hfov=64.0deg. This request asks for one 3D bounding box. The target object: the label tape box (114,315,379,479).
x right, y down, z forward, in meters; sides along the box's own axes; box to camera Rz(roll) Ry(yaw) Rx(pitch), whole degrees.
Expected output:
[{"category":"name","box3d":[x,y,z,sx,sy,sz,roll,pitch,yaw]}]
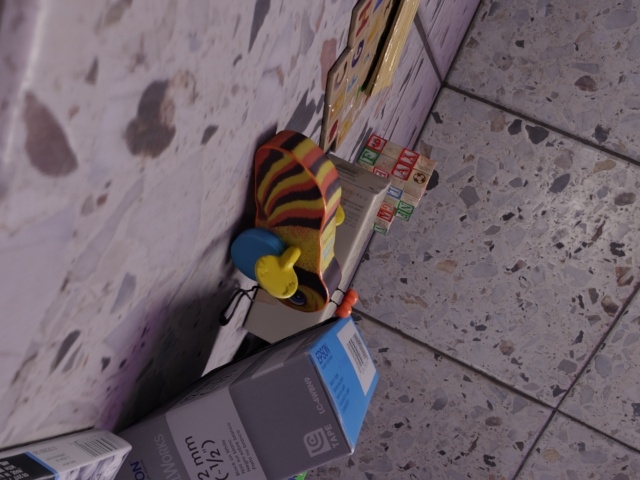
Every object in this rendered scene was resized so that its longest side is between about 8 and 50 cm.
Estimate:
[{"category":"label tape box","box3d":[-0.116,0.217,0.625,0.348,0.115,0.249,-23,177,11]}]

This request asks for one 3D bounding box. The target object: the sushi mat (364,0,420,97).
[{"category":"sushi mat","box3d":[0.150,-0.397,0.841,0.151,0.019,0.316,-47,160,-60]}]

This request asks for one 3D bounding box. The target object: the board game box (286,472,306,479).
[{"category":"board game box","box3d":[-0.172,0.652,1.381,0.046,0.214,0.317,-54,166,-50]}]

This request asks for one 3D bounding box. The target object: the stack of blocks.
[{"category":"stack of blocks","box3d":[0.173,-0.125,1.333,0.087,0.171,0.297,-61,171,-23]}]

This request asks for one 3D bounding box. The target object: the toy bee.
[{"category":"toy bee","box3d":[-0.018,0.017,0.642,0.298,0.162,0.195,101,15,-59]}]

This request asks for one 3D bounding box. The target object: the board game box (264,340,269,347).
[{"category":"board game box","box3d":[-0.081,0.238,1.071,0.201,0.035,0.136,107,-25,-44]}]

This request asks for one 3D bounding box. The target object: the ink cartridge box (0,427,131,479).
[{"category":"ink cartridge box","box3d":[-0.240,0.245,0.357,0.208,0.045,0.206,-61,172,-11]}]

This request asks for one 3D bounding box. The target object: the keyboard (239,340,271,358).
[{"category":"keyboard","box3d":[-0.123,0.227,0.930,0.192,0.038,0.100,-43,-164,-11]}]

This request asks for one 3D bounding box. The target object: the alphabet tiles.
[{"category":"alphabet tiles","box3d":[0.083,-0.304,0.812,0.342,0.011,0.285,-60,171,-27]}]

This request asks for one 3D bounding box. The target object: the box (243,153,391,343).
[{"category":"box","box3d":[-0.005,0.025,0.860,0.310,0.121,0.148,-67,171,19]}]
